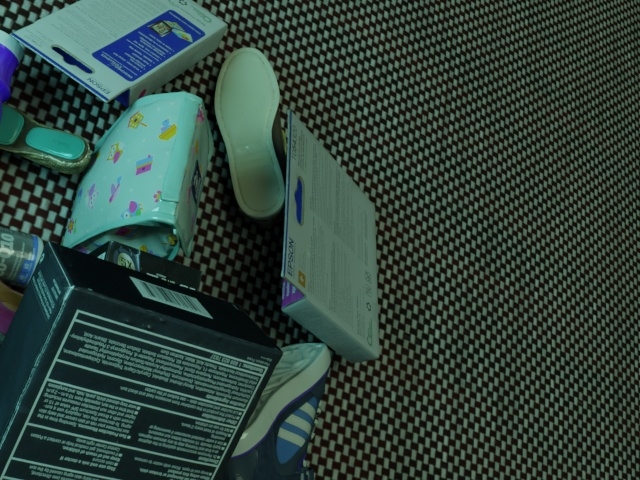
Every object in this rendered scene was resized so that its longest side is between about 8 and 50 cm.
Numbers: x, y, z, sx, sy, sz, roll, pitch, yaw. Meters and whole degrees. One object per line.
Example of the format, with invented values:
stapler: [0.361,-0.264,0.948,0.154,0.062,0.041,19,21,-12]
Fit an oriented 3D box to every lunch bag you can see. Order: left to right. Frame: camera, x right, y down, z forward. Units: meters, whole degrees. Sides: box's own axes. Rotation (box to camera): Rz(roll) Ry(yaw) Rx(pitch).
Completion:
lunch bag: [-0.256,-0.077,1.322,0.160,0.262,0.224,25,59,-29]

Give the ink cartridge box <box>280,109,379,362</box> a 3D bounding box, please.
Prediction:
ink cartridge box: [0.000,0.000,1.513,0.330,0.071,0.324,43,39,-47]

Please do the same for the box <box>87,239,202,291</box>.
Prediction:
box: [-0.282,0.077,1.298,0.147,0.180,0.078,22,63,-30]

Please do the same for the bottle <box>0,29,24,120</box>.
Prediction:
bottle: [-0.511,-0.170,1.239,0.118,0.092,0.283,21,66,2]

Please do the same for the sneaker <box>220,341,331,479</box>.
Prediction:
sneaker: [-0.059,0.333,1.439,0.323,0.130,0.236,-43,123,-55]

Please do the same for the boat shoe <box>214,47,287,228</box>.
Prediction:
boat shoe: [-0.116,-0.181,1.579,0.116,0.097,0.325,-10,73,1]

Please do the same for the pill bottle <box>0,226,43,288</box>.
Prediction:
pill bottle: [-0.466,0.015,1.245,0.137,0.078,0.078,18,64,-32]

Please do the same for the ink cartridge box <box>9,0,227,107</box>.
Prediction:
ink cartridge box: [-0.308,-0.314,1.407,0.175,0.069,0.371,35,36,3]

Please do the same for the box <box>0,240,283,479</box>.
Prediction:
box: [-0.259,0.199,1.139,0.296,0.182,0.294,23,96,-31]

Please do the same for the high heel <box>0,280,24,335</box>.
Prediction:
high heel: [-0.427,0.050,1.196,0.244,0.082,0.117,35,96,-33]

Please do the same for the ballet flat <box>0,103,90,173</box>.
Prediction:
ballet flat: [-0.438,-0.147,1.325,0.206,0.067,0.073,24,65,5]
